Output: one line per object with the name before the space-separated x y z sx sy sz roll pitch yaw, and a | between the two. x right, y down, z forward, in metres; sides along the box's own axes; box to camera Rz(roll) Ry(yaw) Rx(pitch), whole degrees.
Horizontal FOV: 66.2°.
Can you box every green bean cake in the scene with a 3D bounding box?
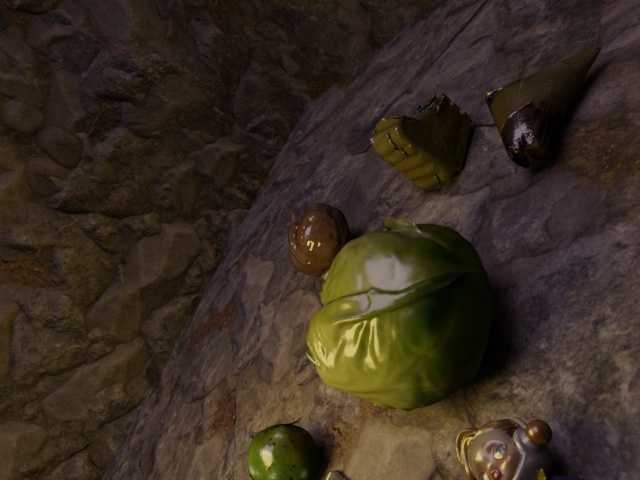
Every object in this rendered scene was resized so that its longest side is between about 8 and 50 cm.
green bean cake | 0.323 -0.347 1.630 0.202 0.285 0.310 -25 34 57

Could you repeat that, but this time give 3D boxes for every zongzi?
zongzi | 0.616 -0.357 1.278 0.317 0.154 0.289 -32 38 29

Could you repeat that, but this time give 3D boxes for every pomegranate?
pomegranate | -0.096 0.585 1.251 0.187 0.187 0.225 -6 80 60

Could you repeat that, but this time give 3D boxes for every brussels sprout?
brussels sprout | 0.191 0.152 1.077 0.361 0.342 0.425 -18 52 62

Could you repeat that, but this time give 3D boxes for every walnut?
walnut | -0.002 0.001 1.812 0.273 0.227 0.273 -44 20 21

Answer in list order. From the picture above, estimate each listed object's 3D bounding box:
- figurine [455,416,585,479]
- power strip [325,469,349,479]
figurine | 0.343 0.377 0.762 0.274 0.133 0.193 -3 77 54
power strip | 0.009 0.636 1.091 0.213 0.064 0.198 -60 22 -14
